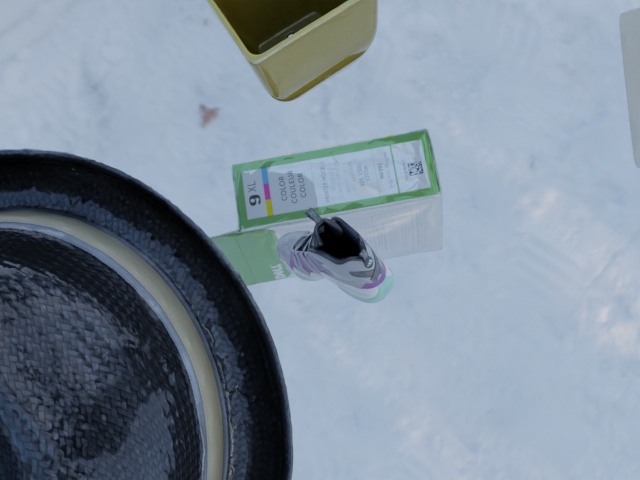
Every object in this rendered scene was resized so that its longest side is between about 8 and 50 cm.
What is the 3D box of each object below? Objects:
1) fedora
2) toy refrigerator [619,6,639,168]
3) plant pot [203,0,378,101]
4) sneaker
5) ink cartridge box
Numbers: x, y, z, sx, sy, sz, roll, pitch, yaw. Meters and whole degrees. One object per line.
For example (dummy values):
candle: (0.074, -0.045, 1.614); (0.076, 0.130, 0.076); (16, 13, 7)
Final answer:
fedora: (-0.171, 0.121, 0.583); (0.334, 0.152, 0.334); (1, 99, 5)
toy refrigerator: (0.233, -0.083, 0.562); (0.094, 0.269, 0.102); (-8, 97, 5)
plant pot: (-0.015, -0.127, 0.619); (0.081, 0.083, 0.081); (-32, 65, -4)
sneaker: (0.000, 0.000, 0.712); (0.098, 0.069, 0.038); (18, 65, 37)
ink cartridge box: (-0.010, -0.020, 0.855); (0.209, 0.109, 0.062); (-11, 67, 2)
